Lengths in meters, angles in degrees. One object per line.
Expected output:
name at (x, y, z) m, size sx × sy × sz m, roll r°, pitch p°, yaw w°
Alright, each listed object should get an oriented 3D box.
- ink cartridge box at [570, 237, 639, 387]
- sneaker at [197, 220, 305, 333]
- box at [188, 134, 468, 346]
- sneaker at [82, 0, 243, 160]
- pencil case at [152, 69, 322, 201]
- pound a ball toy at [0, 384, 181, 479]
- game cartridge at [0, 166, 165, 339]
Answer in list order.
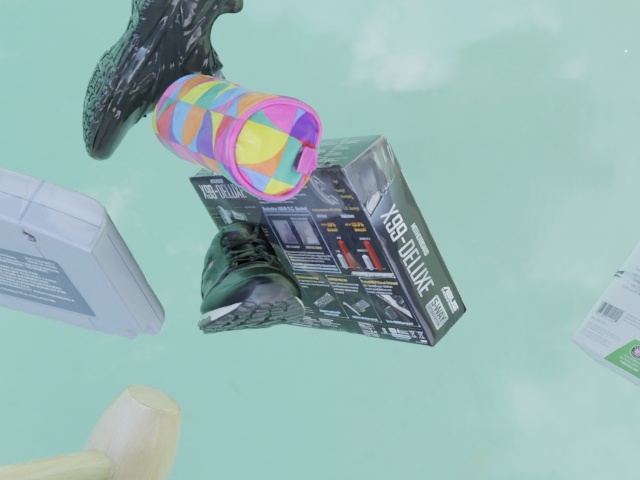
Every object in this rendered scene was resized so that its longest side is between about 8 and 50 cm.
ink cartridge box at (0.520, 0.112, 1.416) m, size 0.092 × 0.160 × 0.219 m, roll 38°, pitch 87°, yaw -35°
sneaker at (-0.092, 0.035, 1.009) m, size 0.107 × 0.283 × 0.124 m, roll -4°, pitch 84°, yaw -15°
box at (0.000, 0.000, 1.115) m, size 0.307 × 0.076 × 0.242 m, roll 1°, pitch 126°, yaw 50°
sneaker at (-0.191, -0.205, 1.095) m, size 0.130 × 0.109 × 0.286 m, roll 21°, pitch 118°, yaw -30°
pencil case at (-0.083, -0.106, 0.890) m, size 0.104 × 0.236 × 0.104 m, roll -7°, pitch 108°, yaw -24°
pound a ball toy at (-0.112, 0.184, 0.327) m, size 0.208 × 0.319 × 0.135 m, roll 27°, pitch 108°, yaw 26°
game cartridge at (-0.301, 0.000, 0.846) m, size 0.294 × 0.196 × 0.060 m, roll 12°, pitch 63°, yaw 18°
